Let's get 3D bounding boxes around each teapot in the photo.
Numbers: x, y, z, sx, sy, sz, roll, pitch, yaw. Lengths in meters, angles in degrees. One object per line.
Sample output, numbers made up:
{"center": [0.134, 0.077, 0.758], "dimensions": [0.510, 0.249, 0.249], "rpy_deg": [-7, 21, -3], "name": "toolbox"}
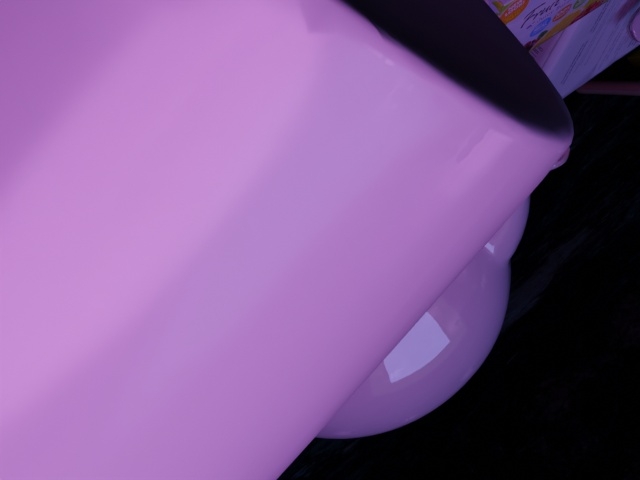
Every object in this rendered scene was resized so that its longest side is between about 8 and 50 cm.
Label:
{"center": [0.000, 0.000, 1.160], "dimensions": [0.256, 0.252, 0.187], "rpy_deg": [-50, 152, -14], "name": "teapot"}

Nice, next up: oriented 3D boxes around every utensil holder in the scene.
{"center": [-0.146, 0.003, 0.622], "dimensions": [0.385, 0.327, 0.327], "rpy_deg": [-47, 163, 16], "name": "utensil holder"}

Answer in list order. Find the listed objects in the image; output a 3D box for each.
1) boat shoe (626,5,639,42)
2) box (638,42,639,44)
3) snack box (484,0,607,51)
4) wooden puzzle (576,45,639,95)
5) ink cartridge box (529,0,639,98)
{"center": [0.284, -0.197, 1.389], "dimensions": [0.100, 0.035, 0.035], "rpy_deg": [-47, -167, 2], "name": "boat shoe"}
{"center": [0.386, -0.262, 1.402], "dimensions": [0.324, 0.063, 0.067], "rpy_deg": [-52, 164, 30], "name": "box"}
{"center": [0.141, -0.161, 1.078], "dimensions": [0.141, 0.037, 0.100], "rpy_deg": [-35, 162, -24], "name": "snack box"}
{"center": [0.364, -0.214, 1.632], "dimensions": [0.238, 0.044, 0.221], "rpy_deg": [-38, -168, -7], "name": "wooden puzzle"}
{"center": [0.287, -0.266, 1.388], "dimensions": [0.330, 0.071, 0.324], "rpy_deg": [-36, 164, -30], "name": "ink cartridge box"}
